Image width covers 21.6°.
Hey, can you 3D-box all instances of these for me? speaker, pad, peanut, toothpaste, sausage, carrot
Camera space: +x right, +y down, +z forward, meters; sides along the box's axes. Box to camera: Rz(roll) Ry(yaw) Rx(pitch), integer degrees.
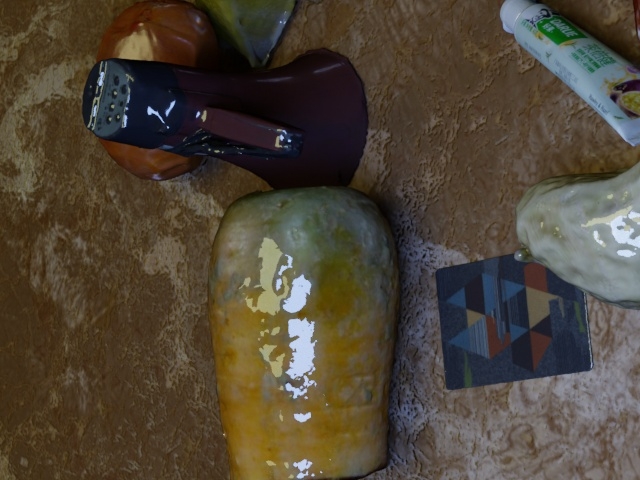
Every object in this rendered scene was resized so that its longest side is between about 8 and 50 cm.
[{"bbox_3d":[-0.092,-0.119,1.959,0.259,0.329,0.198,48,121,30],"label":"speaker"},{"bbox_3d":[0.208,0.085,1.838,0.211,0.003,0.143,-15,77,45],"label":"pad"},{"bbox_3d":[0.327,-0.019,1.625,0.291,0.143,0.159,-21,102,39],"label":"peanut"},{"bbox_3d":[0.270,-0.177,1.710,0.058,0.056,0.314,-62,33,16],"label":"toothpaste"},{"bbox_3d":[-0.210,-0.189,2.167,0.141,0.153,0.268,19,136,9],"label":"sausage"},{"bbox_3d":[-0.018,0.111,1.921,0.224,0.224,0.341,-3,89,47],"label":"carrot"}]

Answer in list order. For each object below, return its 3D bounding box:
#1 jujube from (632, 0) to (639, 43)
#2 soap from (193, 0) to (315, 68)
[{"bbox_3d":[0.380,-0.258,1.584,0.168,0.168,0.236,-12,63,46],"label":"jujube"},{"bbox_3d":[-0.157,-0.370,2.021,0.169,0.338,0.304,47,119,40],"label":"soap"}]
